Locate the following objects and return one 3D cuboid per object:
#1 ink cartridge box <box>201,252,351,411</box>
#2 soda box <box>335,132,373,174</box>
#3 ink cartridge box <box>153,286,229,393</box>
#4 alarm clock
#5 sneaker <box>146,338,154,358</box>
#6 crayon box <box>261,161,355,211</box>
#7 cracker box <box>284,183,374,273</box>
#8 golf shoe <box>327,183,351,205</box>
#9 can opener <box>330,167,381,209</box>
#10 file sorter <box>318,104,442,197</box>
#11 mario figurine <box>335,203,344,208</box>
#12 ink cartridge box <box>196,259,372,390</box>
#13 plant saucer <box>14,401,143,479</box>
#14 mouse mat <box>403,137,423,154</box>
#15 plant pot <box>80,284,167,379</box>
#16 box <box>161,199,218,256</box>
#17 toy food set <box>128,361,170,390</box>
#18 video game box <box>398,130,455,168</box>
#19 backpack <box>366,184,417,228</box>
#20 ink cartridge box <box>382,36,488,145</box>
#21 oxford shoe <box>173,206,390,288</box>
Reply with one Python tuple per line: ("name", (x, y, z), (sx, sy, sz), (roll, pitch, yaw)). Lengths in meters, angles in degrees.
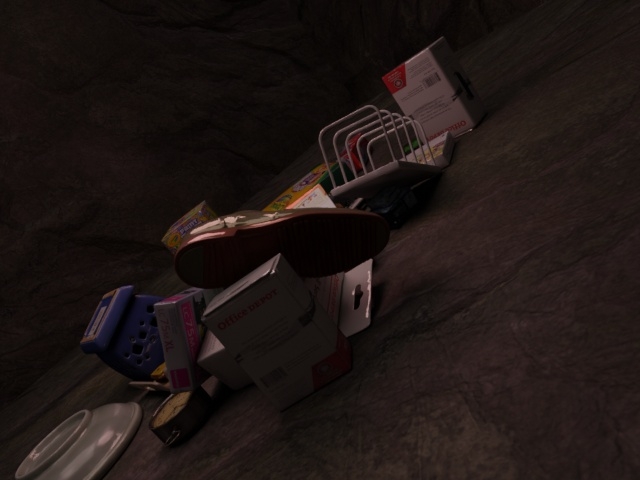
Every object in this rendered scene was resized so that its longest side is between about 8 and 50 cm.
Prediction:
("ink cartridge box", (-0.071, 0.156, 0.962), (0.158, 0.218, 0.092), (-34, 15, 14))
("soda box", (0.142, -0.352, 2.311), (0.083, 0.092, 0.263), (-31, 16, 26))
("ink cartridge box", (-0.254, 0.194, 1.255), (0.065, 0.186, 0.311), (-9, 5, 12))
("alarm clock", (-0.287, 0.363, 1.150), (0.129, 0.064, 0.192), (-36, 11, 5))
("sneaker", (-0.605, 0.329, 1.927), (0.105, 0.115, 0.281), (-32, 15, 22))
("crayon box", (-0.051, -0.166, 2.164), (0.313, 0.106, 0.363), (-40, 14, -8))
("cracker box", (0.000, 0.000, 1.322), (0.155, 0.067, 0.232), (-36, 57, 5))
("golf shoe", (0.080, -0.162, 1.896), (0.094, 0.077, 0.198), (-44, 17, -27))
("can opener", (0.118, -0.148, 1.748), (0.074, 0.093, 0.280), (-22, 16, 49))
("file sorter", (0.154, -0.222, 1.455), (0.192, 0.173, 0.277), (-21, -9, 32))
("mario figurine", (-0.049, 0.027, 1.423), (0.320, 0.170, 0.198), (-37, 11, -9))
("ink cartridge box", (-0.069, 0.139, 1.142), (0.353, 0.119, 0.207), (-30, 29, 26))
("plant saucer", (-0.625, 0.528, 1.383), (0.400, 0.101, 0.400), (-34, 15, 10))
("mouse mat", (0.372, -0.368, 1.979), (0.189, 0.007, 0.153), (-35, 14, 16))
("plant pot", (-0.571, 0.271, 1.693), (0.236, 0.212, 0.236), (-18, 47, 51))
("box", (-0.418, 0.025, 2.101), (0.177, 0.279, 0.290), (-37, 13, 1))
("toy food set", (-0.375, 0.288, 1.545), (0.219, 0.092, 0.306), (-19, 23, 51))
("video game box", (0.288, -0.223, 1.640), (0.205, 0.048, 0.187), (-29, 14, 31))
("backpack", (0.180, -0.092, 1.412), (0.114, 0.084, 0.105), (-41, 16, -24))
("ink cartridge box", (0.353, -0.446, 1.733), (0.197, 0.273, 0.114), (-21, 18, 49))
("oxford shoe", (-0.072, -0.016, 1.062), (0.396, 0.141, 0.146), (-5, 31, -6))
